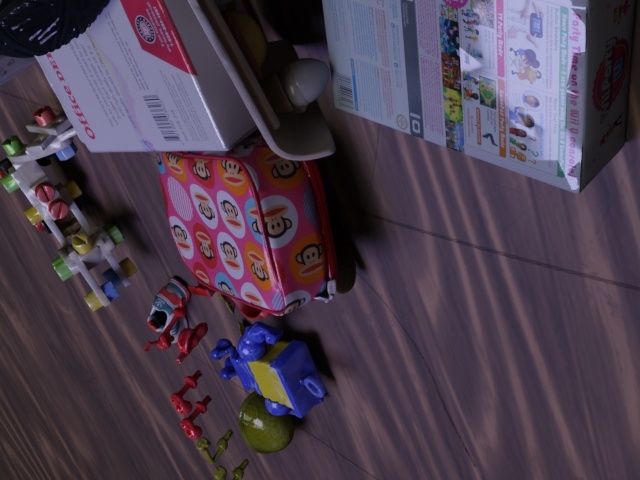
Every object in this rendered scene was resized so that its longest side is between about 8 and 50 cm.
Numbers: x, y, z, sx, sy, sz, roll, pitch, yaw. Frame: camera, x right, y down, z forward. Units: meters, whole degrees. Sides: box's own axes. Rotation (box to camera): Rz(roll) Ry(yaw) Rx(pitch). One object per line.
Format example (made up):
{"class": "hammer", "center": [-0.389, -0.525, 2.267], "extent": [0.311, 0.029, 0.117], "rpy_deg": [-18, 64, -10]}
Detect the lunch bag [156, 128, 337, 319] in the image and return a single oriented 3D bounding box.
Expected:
{"class": "lunch bag", "center": [-0.099, -0.016, 1.525], "extent": [0.293, 0.120, 0.258], "rpy_deg": [20, 127, 54]}

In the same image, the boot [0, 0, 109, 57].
{"class": "boot", "center": [-0.309, -0.356, 1.367], "extent": [0.246, 0.094, 0.207], "rpy_deg": [-34, 60, 25]}

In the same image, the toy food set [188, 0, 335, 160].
{"class": "toy food set", "center": [-0.074, -0.252, 1.218], "extent": [0.306, 0.092, 0.220], "rpy_deg": [62, -174, -45]}

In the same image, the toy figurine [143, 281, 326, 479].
{"class": "toy figurine", "center": [-0.080, 0.240, 1.777], "extent": [0.217, 0.191, 0.362], "rpy_deg": [7, 131, 38]}

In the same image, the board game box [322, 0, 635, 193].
{"class": "board game box", "center": [0.147, -0.201, 1.147], "extent": [0.303, 0.097, 0.224], "rpy_deg": [25, 141, 32]}

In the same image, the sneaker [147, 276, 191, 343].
{"class": "sneaker", "center": [-0.263, 0.131, 1.957], "extent": [0.057, 0.075, 0.161], "rpy_deg": [37, 145, 15]}

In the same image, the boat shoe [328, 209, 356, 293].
{"class": "boat shoe", "center": [0.000, 0.000, 1.557], "extent": [0.049, 0.056, 0.152], "rpy_deg": [-6, 108, 61]}

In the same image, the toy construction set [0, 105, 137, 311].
{"class": "toy construction set", "center": [-0.414, -0.061, 1.861], "extent": [0.215, 0.151, 0.328], "rpy_deg": [38, 146, 60]}

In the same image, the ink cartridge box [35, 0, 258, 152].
{"class": "ink cartridge box", "center": [-0.218, -0.236, 1.483], "extent": [0.306, 0.131, 0.226], "rpy_deg": [6, 129, 46]}

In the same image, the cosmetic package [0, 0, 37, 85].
{"class": "cosmetic package", "center": [-0.596, -0.325, 1.813], "extent": [0.296, 0.129, 0.153], "rpy_deg": [12, 134, 42]}
